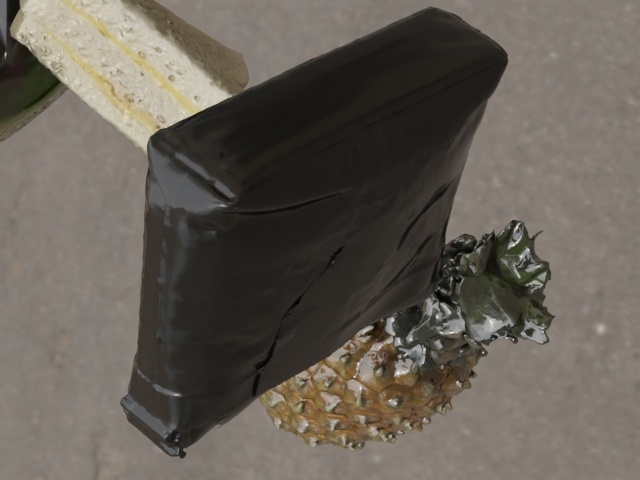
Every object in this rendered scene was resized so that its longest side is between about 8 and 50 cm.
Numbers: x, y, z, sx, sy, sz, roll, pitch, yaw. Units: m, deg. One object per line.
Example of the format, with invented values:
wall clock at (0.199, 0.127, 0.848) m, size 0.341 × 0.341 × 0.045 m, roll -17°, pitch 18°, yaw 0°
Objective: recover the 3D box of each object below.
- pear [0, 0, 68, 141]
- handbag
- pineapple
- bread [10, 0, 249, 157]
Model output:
pear at (-0.273, -0.201, 1.122) m, size 0.165 × 0.398 × 0.399 m, roll 37°, pitch 108°, yaw 40°
handbag at (0.000, 0.000, 0.916) m, size 0.080 × 0.247 × 0.223 m, roll 38°, pitch 139°, yaw 30°
pineapple at (0.072, 0.063, 1.304) m, size 0.362 × 0.202 × 0.202 m, roll -26°, pitch 57°, yaw 58°
bread at (-0.120, -0.106, 0.999) m, size 0.077 × 0.152 × 0.105 m, roll -54°, pitch 23°, yaw 22°
